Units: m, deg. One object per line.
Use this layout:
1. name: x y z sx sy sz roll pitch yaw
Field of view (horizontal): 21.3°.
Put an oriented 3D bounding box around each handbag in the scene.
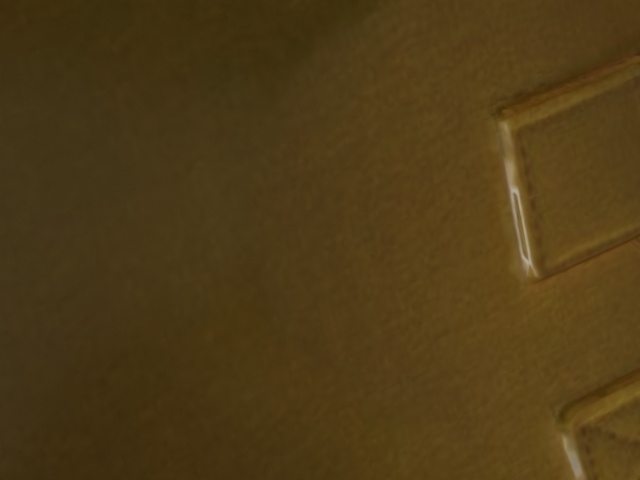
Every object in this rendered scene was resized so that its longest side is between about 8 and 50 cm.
1. handbag: 0.000 0.000 0.496 0.133 0.283 0.401 10 118 65
